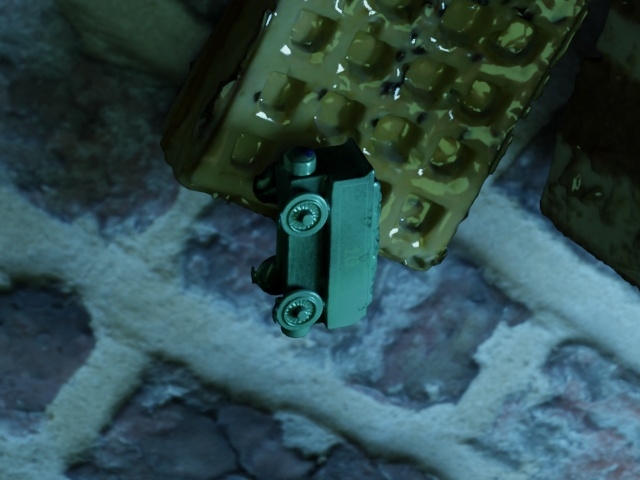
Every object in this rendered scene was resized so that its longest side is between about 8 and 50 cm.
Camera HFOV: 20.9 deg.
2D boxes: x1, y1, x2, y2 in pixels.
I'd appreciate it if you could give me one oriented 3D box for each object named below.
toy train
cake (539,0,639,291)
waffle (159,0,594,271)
[{"bbox_3d":[0.000,0.000,1.381,0.099,0.070,0.172,-10,126,-17],"label":"toy train"},{"bbox_3d":[0.362,-0.078,1.361,0.282,0.256,0.290,-2,121,-38],"label":"cake"},{"bbox_3d":[0.067,-0.172,1.385,0.261,0.114,0.376,23,114,-20],"label":"waffle"}]
